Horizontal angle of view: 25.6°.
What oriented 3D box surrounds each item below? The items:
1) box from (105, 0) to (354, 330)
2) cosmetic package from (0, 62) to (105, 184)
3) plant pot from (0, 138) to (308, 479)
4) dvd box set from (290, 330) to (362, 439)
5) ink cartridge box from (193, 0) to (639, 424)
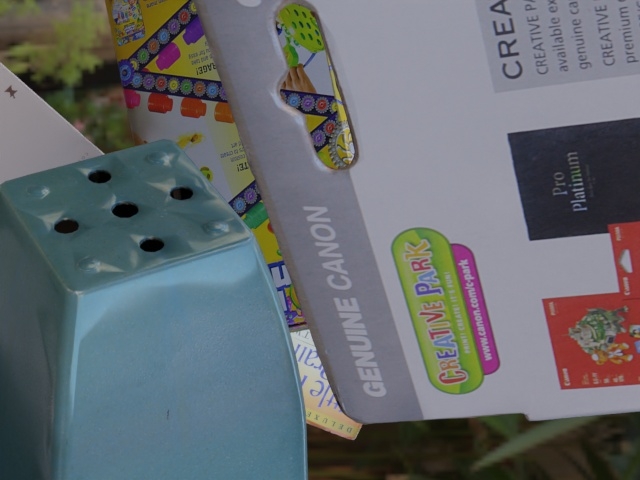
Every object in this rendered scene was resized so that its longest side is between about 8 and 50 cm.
[{"bbox_3d":[0.011,-0.076,1.092,0.290,0.177,0.279,-5,82,-60],"label":"box"},{"bbox_3d":[-0.310,-0.094,1.370,0.117,0.231,0.085,-48,165,-8],"label":"cosmetic package"},{"bbox_3d":[-0.109,0.073,0.805,0.166,0.165,0.234,47,-35,42],"label":"plant pot"},{"bbox_3d":[0.000,0.000,1.677,0.420,0.308,0.062,-64,-157,6],"label":"dvd box set"},{"bbox_3d":[0.106,-0.097,0.451,0.130,0.272,0.309,-80,158,-51],"label":"ink cartridge box"}]
